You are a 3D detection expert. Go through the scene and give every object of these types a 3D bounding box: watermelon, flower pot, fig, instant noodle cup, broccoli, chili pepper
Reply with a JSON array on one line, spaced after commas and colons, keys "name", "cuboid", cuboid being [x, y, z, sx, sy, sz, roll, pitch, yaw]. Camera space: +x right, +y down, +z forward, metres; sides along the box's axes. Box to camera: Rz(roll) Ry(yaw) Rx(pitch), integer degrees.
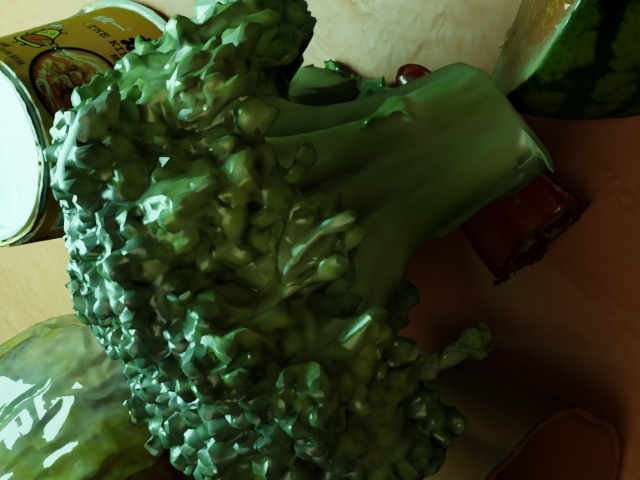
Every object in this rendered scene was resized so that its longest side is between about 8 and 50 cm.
[{"name": "watermelon", "cuboid": [0.186, -0.177, 0.641, 0.159, 0.128, 0.303, 34, 121, 26]}, {"name": "flower pot", "cuboid": [0.094, 0.170, 0.797, 0.173, 0.191, 0.190, 28, 120, 44]}, {"name": "fig", "cuboid": [-0.279, 0.214, 0.972, 0.286, 0.369, 0.286, 7, 100, 44]}, {"name": "instant noodle cup", "cuboid": [-0.226, -0.093, 0.955, 0.216, 0.172, 0.215, 13, 112, 35]}, {"name": "broccoli", "cuboid": [-0.036, -0.014, 0.691, 0.338, 0.317, 0.277, -1, 125, 54]}, {"name": "chili pepper", "cuboid": [0.106, -0.062, 0.783, 0.169, 0.065, 0.088, 53, 127, 17]}]

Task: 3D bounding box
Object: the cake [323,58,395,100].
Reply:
[{"name": "cake", "cuboid": [-0.004, -0.014, 0.857, 0.100, 0.099, 0.235, 21, 114, 30]}]
